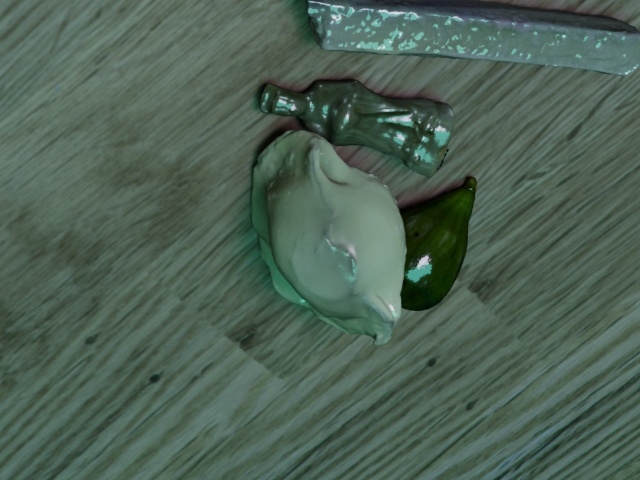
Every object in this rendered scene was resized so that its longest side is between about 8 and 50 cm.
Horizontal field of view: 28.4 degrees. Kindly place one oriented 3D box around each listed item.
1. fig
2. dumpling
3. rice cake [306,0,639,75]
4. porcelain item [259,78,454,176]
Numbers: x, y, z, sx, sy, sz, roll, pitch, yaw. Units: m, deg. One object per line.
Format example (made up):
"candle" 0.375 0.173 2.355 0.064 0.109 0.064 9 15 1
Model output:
"fig" 0.132 0.000 1.484 0.177 0.117 0.117 -48 120 4
"dumpling" 0.000 0.000 1.415 0.147 0.193 0.258 -31 105 -39
"rice cake" 0.168 -0.226 1.370 0.399 0.070 0.064 3 120 -15
"porcelain item" 0.039 -0.139 1.399 0.215 0.069 0.081 14 121 -16
